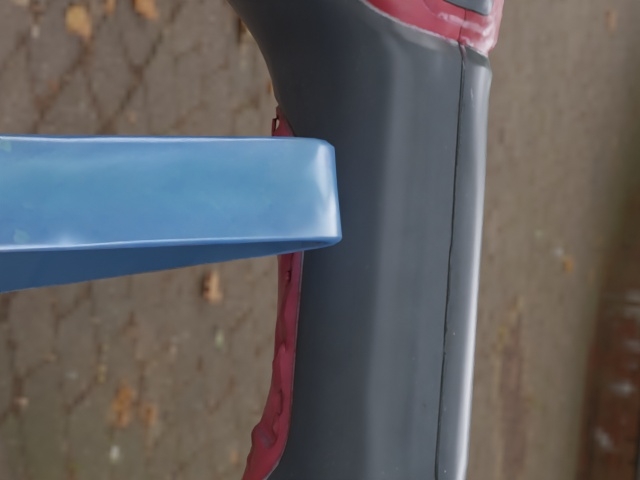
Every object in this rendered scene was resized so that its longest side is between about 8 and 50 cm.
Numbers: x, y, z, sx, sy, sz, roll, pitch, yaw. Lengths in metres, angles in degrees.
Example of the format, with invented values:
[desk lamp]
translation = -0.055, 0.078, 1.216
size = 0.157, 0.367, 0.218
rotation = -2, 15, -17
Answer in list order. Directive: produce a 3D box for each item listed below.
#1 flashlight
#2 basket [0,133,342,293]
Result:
[flashlight]
translation = 0.000, 0.000, 0.506
size = 0.103, 0.103, 0.304
rotation = 78, 17, -81
[basket]
translation = -0.171, 0.005, 0.412
size = 0.289, 0.255, 0.201
rotation = 3, 79, -48
